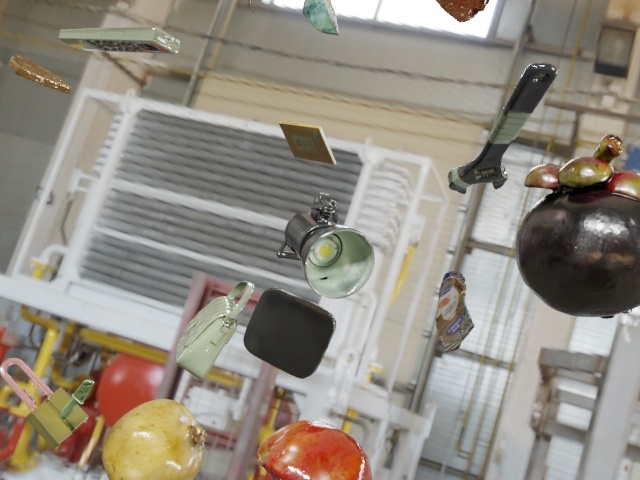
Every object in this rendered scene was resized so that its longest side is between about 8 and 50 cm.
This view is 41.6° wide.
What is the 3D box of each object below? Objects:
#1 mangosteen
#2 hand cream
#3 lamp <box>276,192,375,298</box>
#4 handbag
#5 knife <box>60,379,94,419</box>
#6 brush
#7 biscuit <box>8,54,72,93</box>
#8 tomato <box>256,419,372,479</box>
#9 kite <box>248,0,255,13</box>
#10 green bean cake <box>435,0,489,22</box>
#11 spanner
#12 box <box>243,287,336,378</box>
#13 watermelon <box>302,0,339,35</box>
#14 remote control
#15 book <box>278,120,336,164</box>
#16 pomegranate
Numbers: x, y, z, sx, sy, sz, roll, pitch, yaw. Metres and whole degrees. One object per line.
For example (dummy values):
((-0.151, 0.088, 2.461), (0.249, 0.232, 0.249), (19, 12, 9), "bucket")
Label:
((0.659, -0.024, 2.051), (0.382, 0.435, 0.382), (-16, 11, 3), "mangosteen")
((0.195, 0.096, 1.223), (0.039, 0.062, 0.163), (38, 25, -13), "hand cream")
((0.000, 0.000, 1.704), (0.147, 0.172, 0.227), (7, 18, -25), "lamp")
((-0.218, 0.170, 1.791), (0.079, 0.219, 0.256), (37, -1, -9), "handbag")
((-0.547, 0.360, 1.886), (0.030, 0.014, 0.207), (32, -46, -11), "knife")
((-0.664, 0.368, 1.983), (0.233, 0.103, 0.047), (49, -43, -1), "brush")
((-0.508, -0.296, 1.492), (0.119, 0.019, 0.130), (32, 9, 6), "biscuit")
((0.004, 0.379, 1.400), (0.200, 0.139, 0.233), (42, -12, -9), "tomato")
((-0.111, -0.505, 1.495), (0.016, 0.127, 0.229), (2, -38, -12), "kite")
((0.306, -0.526, 1.580), (0.097, 0.233, 0.198), (43, 15, -21), "green bean cake")
((0.252, -0.142, 1.139), (0.087, 0.024, 0.316), (5, -26, -7), "spanner")
((-0.073, 0.216, 1.979), (0.201, 0.212, 0.042), (27, 30, 12), "box")
((0.006, -0.559, 2.034), (0.094, 0.180, 0.081), (21, -40, -39), "watermelon")
((-0.492, -0.483, 2.047), (0.285, 0.038, 0.123), (5, -3, 19), "remote control")
((-0.036, -0.262, 2.255), (0.172, 0.012, 0.118), (17, -40, 47), "book")
((-0.289, 0.373, 1.506), (0.196, 0.196, 0.196), (17, -11, 3), "pomegranate")
